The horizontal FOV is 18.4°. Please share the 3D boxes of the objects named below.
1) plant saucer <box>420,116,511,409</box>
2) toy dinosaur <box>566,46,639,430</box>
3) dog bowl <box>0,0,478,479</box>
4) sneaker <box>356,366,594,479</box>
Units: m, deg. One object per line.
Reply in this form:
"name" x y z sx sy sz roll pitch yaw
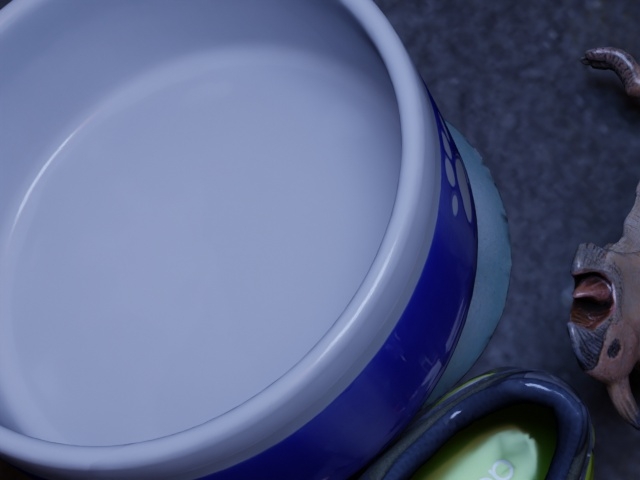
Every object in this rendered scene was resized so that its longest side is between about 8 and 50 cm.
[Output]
"plant saucer" 0.000 0.000 0.989 0.195 0.037 0.195 0 72 1
"toy dinosaur" 0.236 -0.006 0.952 0.296 0.127 0.200 1 79 -12
"dog bowl" -0.065 -0.004 0.912 0.265 0.104 0.265 -9 62 17
"sneaker" 0.018 0.165 0.889 0.111 0.121 0.300 36 75 12
